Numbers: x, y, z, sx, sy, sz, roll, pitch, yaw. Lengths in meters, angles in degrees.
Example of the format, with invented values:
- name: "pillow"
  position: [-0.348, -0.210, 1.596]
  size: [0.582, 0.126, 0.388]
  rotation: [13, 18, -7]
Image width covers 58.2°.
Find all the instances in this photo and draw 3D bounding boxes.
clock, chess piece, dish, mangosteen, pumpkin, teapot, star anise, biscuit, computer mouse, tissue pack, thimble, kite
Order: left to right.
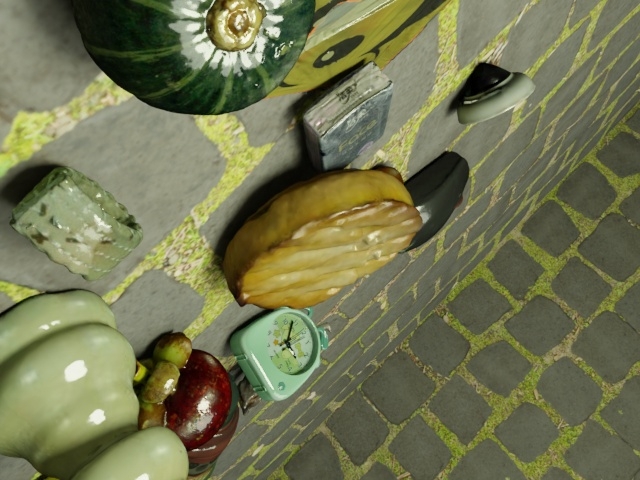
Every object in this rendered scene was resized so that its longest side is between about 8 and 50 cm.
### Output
- name: "thimble"
  position: [-0.206, -0.015, 0.491]
  size: [0.062, 0.084, 0.110]
  rotation: [-45, 161, -2]
- name: "chess piece"
  position: [-0.210, 0.224, 0.578]
  size: [0.182, 0.330, 0.182]
  rotation: [-37, 157, -19]
- name: "mangosteen"
  position: [-0.223, 0.222, 0.838]
  size: [0.181, 0.156, 0.146]
  rotation: [23, 135, -27]
- name: "pumpkin"
  position: [-0.083, -0.165, 0.395]
  size: [0.167, 0.125, 0.167]
  rotation: [-28, 132, -35]
- name: "star anise"
  position: [-0.091, 0.252, 1.210]
  size: [0.262, 0.081, 0.230]
  rotation: [-47, 162, -4]
- name: "clock"
  position: [-0.065, 0.197, 1.080]
  size: [0.188, 0.148, 0.060]
  rotation: [-32, -174, -40]
- name: "biscuit"
  position: [0.000, 0.000, 0.838]
  size: [0.296, 0.102, 0.296]
  rotation: [-20, 157, -9]
- name: "tissue pack"
  position: [0.033, -0.146, 0.732]
  size: [0.112, 0.051, 0.156]
  rotation: [-40, 168, -7]
- name: "kite"
  position: [0.032, -0.211, 0.569]
  size: [0.327, 0.013, 0.377]
  rotation: [-30, 177, 1]
- name: "teapot"
  position: [0.109, -0.077, 0.992]
  size: [0.098, 0.078, 0.129]
  rotation: [-46, 159, -2]
- name: "computer mouse"
  position: [0.212, -0.060, 1.195]
  size: [0.269, 0.100, 0.170]
  rotation: [-38, 160, -21]
- name: "dish"
  position: [0.291, -0.271, 1.004]
  size: [0.141, 0.078, 0.141]
  rotation: [-28, -161, 11]

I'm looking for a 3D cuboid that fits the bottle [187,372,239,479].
- name: "bottle"
  position: [-0.225, 0.330, 1.016]
  size: [0.271, 0.143, 0.156]
  rotation: [-61, -179, 40]

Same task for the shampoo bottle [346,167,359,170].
- name: "shampoo bottle"
  position: [0.040, -0.043, 0.954]
  size: [0.063, 0.057, 0.208]
  rotation: [-9, 147, -11]

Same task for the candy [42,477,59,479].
- name: "candy"
  position: [-0.426, 0.449, 0.874]
  size: [0.297, 0.081, 0.187]
  rotation: [-32, 130, -27]
